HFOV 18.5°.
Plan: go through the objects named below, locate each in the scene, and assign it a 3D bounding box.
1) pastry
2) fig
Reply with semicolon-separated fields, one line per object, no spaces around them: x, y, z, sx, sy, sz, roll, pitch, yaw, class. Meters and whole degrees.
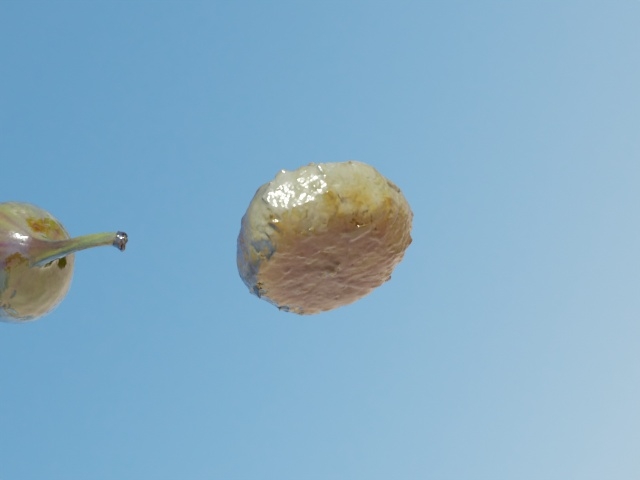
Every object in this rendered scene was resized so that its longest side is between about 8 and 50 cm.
0.000;0.000;2.067;0.192;0.182;0.093;120;142;-46;pastry
-0.266;0.017;1.905;0.124;0.236;0.124;4;-97;-37;fig
